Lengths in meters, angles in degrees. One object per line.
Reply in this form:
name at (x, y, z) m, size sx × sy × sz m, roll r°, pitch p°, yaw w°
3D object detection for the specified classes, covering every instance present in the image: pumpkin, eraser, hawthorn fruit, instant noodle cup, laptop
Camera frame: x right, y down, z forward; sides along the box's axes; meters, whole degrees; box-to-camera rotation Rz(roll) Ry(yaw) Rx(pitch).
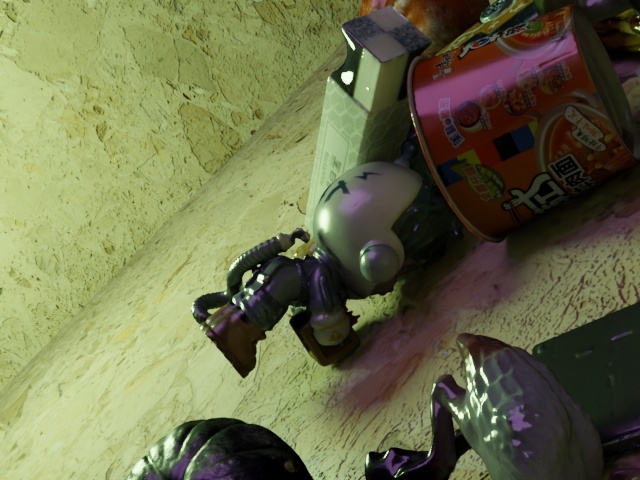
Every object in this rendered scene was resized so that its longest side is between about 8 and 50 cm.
pumpkin at (-0.101, 0.279, 0.832) m, size 0.220 × 0.162 × 0.221 m, roll -19°, pitch 40°, yaw 17°
eraser at (0.060, -0.139, 1.261) m, size 0.098 × 0.096 × 0.404 m, roll -27°, pitch -29°, yaw -27°
hawthorn fruit at (0.202, -0.403, 1.704) m, size 0.284 × 0.284 × 0.284 m, roll -39°, pitch 17°, yaw 14°
instant noodle cup at (0.247, -0.144, 1.021) m, size 0.192 × 0.250 × 0.250 m, roll -23°, pitch 25°, yaw 28°
laptop at (0.259, 0.107, 0.715) m, size 0.207 × 0.026 × 0.154 m, roll -31°, pitch 21°, yaw 34°

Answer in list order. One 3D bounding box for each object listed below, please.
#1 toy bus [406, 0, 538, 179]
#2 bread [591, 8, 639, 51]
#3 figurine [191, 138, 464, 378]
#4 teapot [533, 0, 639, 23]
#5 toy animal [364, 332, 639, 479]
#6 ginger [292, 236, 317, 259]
toy bus at (0.247, -0.232, 1.344) m, size 0.323 × 0.162 × 0.194 m, roll -36°, pitch 21°, yaw 15°
bread at (0.497, -0.421, 1.217) m, size 0.324 × 0.167 × 0.277 m, roll -43°, pitch 17°, yaw 3°
figurine at (0.025, 0.037, 1.160) m, size 0.382 × 0.186 × 0.261 m, roll -41°, pitch 22°, yaw -8°
teapot at (0.405, -0.373, 0.986) m, size 0.321 × 0.239 × 0.240 m, roll 5°, pitch 79°, yaw 30°
toy animal at (0.164, 0.165, 0.655) m, size 0.324 × 0.090 × 0.195 m, roll -8°, pitch 68°, yaw 54°
ginger at (0.000, 0.000, 1.507) m, size 0.288 × 0.075 × 0.089 m, roll -49°, pitch 13°, yaw -7°
